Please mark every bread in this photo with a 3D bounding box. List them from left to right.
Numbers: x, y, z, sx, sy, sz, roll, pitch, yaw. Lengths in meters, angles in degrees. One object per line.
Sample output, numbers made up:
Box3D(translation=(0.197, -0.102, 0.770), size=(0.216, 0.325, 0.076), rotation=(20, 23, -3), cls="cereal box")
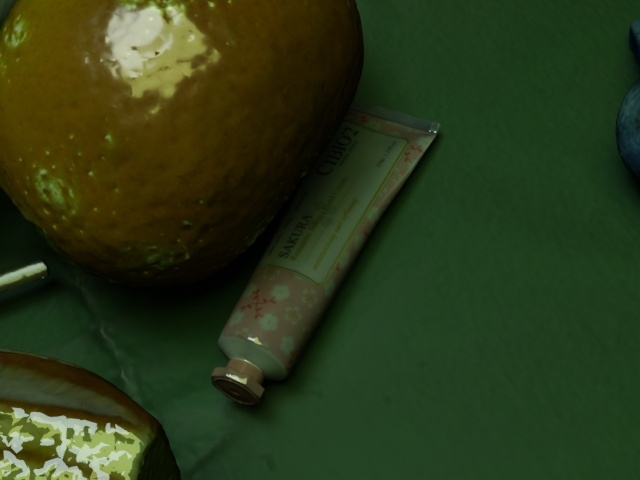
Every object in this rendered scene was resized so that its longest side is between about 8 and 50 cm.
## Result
Box3D(translation=(-0.183, 0.123, 0.548), size=(0.234, 0.184, 0.110), rotation=(8, 61, 6), cls="bread")

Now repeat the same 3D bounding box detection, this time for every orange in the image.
Box3D(translation=(-0.073, -0.097, 0.644), size=(0.179, 0.158, 0.237), rotation=(35, 54, 1), cls="orange")

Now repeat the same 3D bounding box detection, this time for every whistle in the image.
Box3D(translation=(0.212, -0.071, 0.686), size=(0.090, 0.090, 0.158), rotation=(5, 25, 6), cls="whistle")

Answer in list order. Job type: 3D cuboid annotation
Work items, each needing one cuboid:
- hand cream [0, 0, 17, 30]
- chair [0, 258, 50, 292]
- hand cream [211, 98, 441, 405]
Box3D(translation=(-0.215, -0.142, 0.694), size=(0.140, 0.089, 0.314), rotation=(-2, 29, 1), cls="hand cream")
Box3D(translation=(-0.273, 0.019, 0.661), size=(0.222, 0.104, 0.095), rotation=(-23, 81, -10), cls="chair")
Box3D(translation=(0.000, 0.000, 0.679), size=(0.067, 0.043, 0.209), rotation=(17, 60, 19), cls="hand cream")
